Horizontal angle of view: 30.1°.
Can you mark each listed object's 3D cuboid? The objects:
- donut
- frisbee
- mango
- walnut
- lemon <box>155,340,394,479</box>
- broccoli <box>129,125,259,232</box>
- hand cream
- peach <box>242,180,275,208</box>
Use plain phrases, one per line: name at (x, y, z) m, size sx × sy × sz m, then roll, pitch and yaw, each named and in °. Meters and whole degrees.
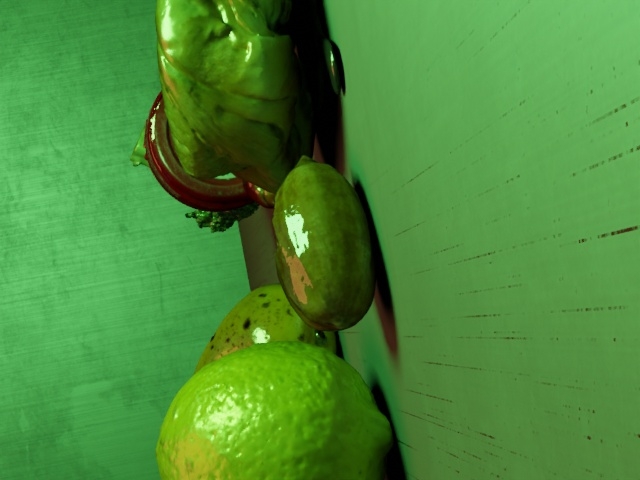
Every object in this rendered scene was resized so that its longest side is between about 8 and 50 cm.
donut at (-0.097, -0.227, 1.410) m, size 0.360 × 0.170 × 0.360 m, roll -3°, pitch -90°, yaw -88°
frisbee at (-0.003, -0.212, 1.342) m, size 0.187 × 0.012 × 0.211 m, roll 88°, pitch 169°, yaw -54°
mango at (-0.088, 0.203, 1.702) m, size 0.191 × 0.290 × 0.160 m, roll 44°, pitch -172°, yaw 28°
walnut at (0.000, 0.000, 1.247) m, size 0.116 × 0.115 × 0.207 m, roll 95°, pitch 164°, yaw -65°
lemon at (-0.062, 0.244, 1.388) m, size 0.253 × 0.310 × 0.254 m, roll 34°, pitch -130°, yaw -52°
broccoli at (-0.205, -0.158, 2.257) m, size 0.260 × 0.235 × 0.288 m, roll 46°, pitch 166°, yaw -6°
hand cream at (-0.154, -0.154, 1.789) m, size 0.149 × 0.230 × 0.230 m, roll 159°, pitch 100°, yaw -82°
peach at (-0.059, -0.092, 1.675) m, size 0.101 × 0.100 × 0.101 m, roll 170°, pitch 90°, yaw -83°
